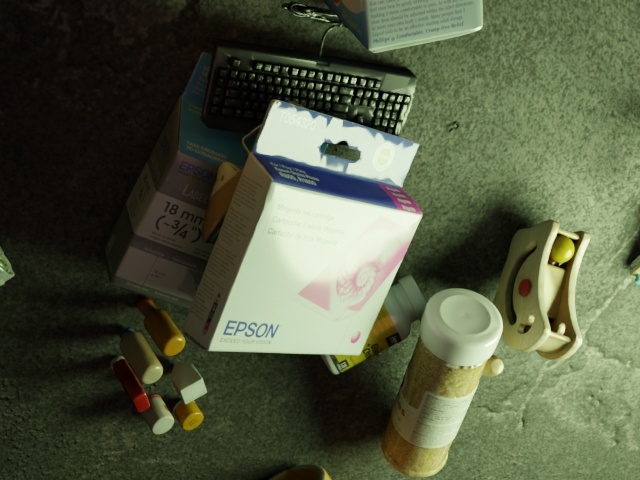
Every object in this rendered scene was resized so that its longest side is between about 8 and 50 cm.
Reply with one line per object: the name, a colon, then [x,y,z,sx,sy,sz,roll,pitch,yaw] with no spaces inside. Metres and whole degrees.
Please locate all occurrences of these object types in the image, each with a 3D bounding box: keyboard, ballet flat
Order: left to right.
ballet flat: [-0.093,-0.095,1.394,0.073,0.080,0.232,43,75,5]
keyboard: [-0.003,-0.234,1.440,0.317,0.033,0.202,3,107,-29]

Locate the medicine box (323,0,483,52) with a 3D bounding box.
medicine box: [0.076,-0.413,1.259,0.149,0.263,0.289,-14,121,-8]

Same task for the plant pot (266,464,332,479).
plant pot: [-0.020,0.497,1.782,0.205,0.205,0.188,-21,107,-4]

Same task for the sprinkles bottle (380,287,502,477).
sprinkles bottle: [0.189,0.237,1.679,0.121,0.121,0.355,-2,135,-15]

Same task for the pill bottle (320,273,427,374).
pill bottle: [0.077,0.128,1.650,0.184,0.103,0.103,-28,122,0]

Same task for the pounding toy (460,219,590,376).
pounding toy: [0.318,0.095,1.641,0.154,0.154,0.270,17,90,-24]

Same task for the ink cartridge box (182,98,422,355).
ink cartridge box: [0.000,0.000,1.428,0.324,0.071,0.330,8,109,-49]

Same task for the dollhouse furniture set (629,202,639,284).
dollhouse furniture set: [0.634,-0.036,1.751,0.286,0.198,0.303,27,141,-5]

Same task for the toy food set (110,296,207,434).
toy food set: [-0.256,0.204,1.618,0.111,0.104,0.232,-28,141,-16]

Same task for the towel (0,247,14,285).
towel: [-0.644,0.005,1.379,0.374,0.090,0.321,-26,121,-1]

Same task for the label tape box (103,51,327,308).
label tape box: [-0.130,-0.061,1.485,0.240,0.106,0.334,20,111,-26]
